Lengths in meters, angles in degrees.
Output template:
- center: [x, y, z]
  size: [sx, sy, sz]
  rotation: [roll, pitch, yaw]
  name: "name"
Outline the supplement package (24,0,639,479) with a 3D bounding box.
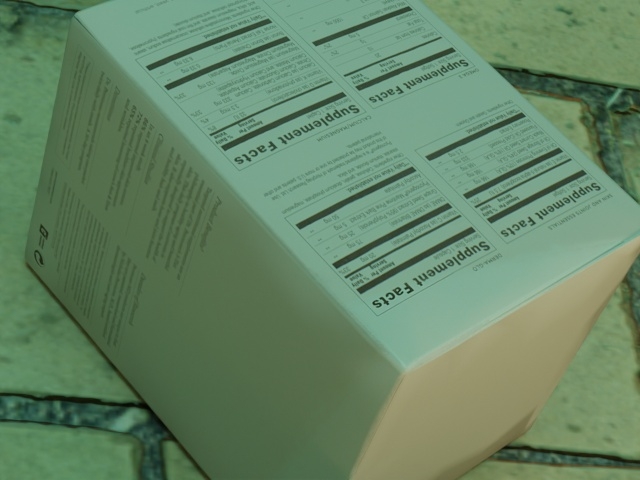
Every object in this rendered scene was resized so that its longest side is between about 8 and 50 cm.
- center: [0.000, 0.000, 0.889]
  size: [0.198, 0.199, 0.263]
  rotation: [-26, 63, -36]
  name: "supplement package"
